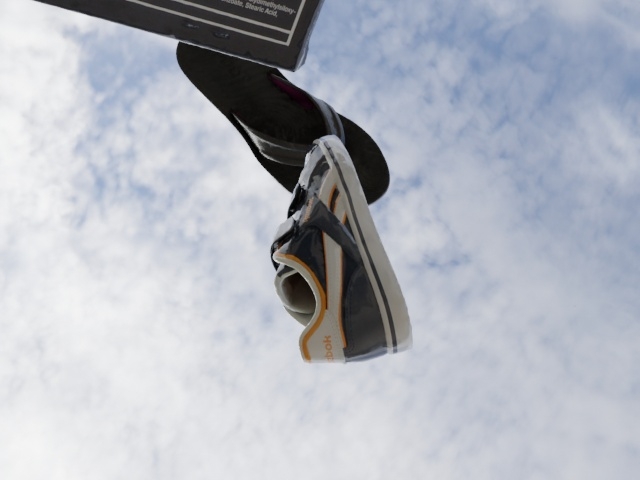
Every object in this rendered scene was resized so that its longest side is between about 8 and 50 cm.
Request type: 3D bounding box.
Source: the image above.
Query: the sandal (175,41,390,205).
[{"bbox_3d":[-0.073,-0.209,1.262,0.446,0.107,0.167,40,-92,2],"label":"sandal"}]

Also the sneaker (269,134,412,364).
[{"bbox_3d":[0.000,0.000,0.851,0.128,0.126,0.321,-15,-134,-2],"label":"sneaker"}]

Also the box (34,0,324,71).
[{"bbox_3d":[-0.112,-0.336,0.594,0.182,0.296,0.294,-101,-150,-46],"label":"box"}]
